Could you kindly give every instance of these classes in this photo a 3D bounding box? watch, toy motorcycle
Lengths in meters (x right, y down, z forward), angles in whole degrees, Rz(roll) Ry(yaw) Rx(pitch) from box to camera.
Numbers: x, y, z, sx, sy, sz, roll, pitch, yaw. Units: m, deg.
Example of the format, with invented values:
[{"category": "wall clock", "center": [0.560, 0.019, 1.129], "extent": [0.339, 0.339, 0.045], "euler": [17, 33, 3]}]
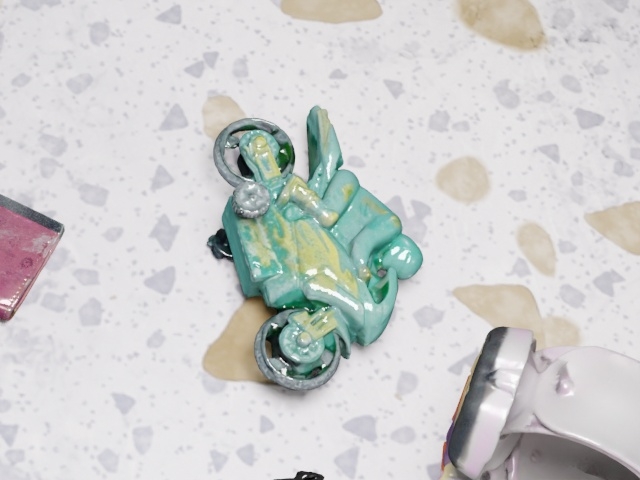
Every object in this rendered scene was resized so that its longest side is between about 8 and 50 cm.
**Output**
[{"category": "watch", "center": [0.231, 0.193, 1.574], "extent": [0.231, 0.244, 0.196], "euler": [25, 61, 10]}, {"category": "toy motorcycle", "center": [-0.001, -0.002, 1.705], "extent": [0.198, 0.109, 0.296], "euler": [-11, 68, -19]}]

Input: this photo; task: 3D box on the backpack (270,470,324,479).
[{"category": "backpack", "center": [-0.068, 0.281, 1.550], "extent": [0.165, 0.106, 0.120], "euler": [-9, 54, 6]}]

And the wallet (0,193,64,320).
[{"category": "wallet", "center": [-0.380, -0.016, 1.681], "extent": [0.232, 0.025, 0.119], "euler": [25, 62, 3]}]
